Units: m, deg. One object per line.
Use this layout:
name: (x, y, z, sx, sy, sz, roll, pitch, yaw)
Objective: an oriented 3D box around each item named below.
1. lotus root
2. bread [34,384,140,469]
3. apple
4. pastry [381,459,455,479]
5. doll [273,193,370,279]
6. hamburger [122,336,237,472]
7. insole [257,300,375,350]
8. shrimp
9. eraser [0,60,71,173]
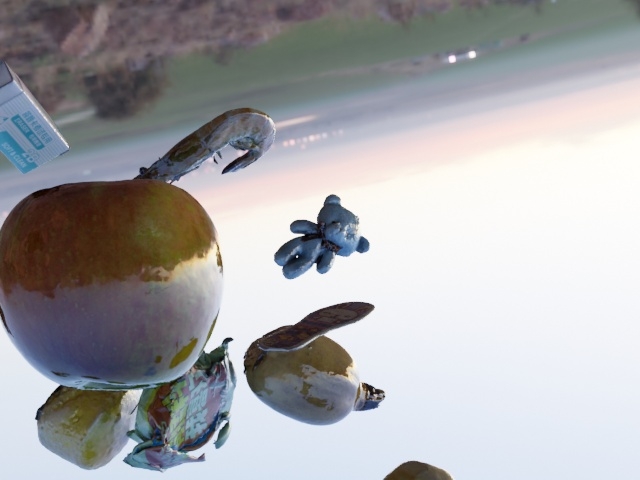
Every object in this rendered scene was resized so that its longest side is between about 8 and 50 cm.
lotus root: (-0.005, 0.282, 2.156, 0.310, 0.182, 0.183, 27, 167, -23)
bread: (-0.461, 0.359, 2.168, 0.171, 0.197, 0.197, 20, -167, 13)
apple: (-0.303, 0.064, 1.556, 0.340, 0.339, 0.339, -12, -176, 1)
pastry: (0.157, 0.438, 1.771, 0.092, 0.156, 0.156, 34, 155, -33)
doll: (0.003, -0.002, 1.813, 0.180, 0.120, 0.075, -32, 177, -39)
hamburger: (-0.279, 0.308, 2.073, 0.151, 0.260, 0.276, 14, -170, 27)
insole: (-0.002, 0.097, 1.244, 0.065, 0.004, 0.197, 9, -162, 36)
shrimp: (-0.216, -0.151, 2.029, 0.296, 0.058, 0.169, -30, 146, 7)
eraser: (-0.501, -0.197, 1.763, 0.096, 0.052, 0.225, -29, 154, -3)
